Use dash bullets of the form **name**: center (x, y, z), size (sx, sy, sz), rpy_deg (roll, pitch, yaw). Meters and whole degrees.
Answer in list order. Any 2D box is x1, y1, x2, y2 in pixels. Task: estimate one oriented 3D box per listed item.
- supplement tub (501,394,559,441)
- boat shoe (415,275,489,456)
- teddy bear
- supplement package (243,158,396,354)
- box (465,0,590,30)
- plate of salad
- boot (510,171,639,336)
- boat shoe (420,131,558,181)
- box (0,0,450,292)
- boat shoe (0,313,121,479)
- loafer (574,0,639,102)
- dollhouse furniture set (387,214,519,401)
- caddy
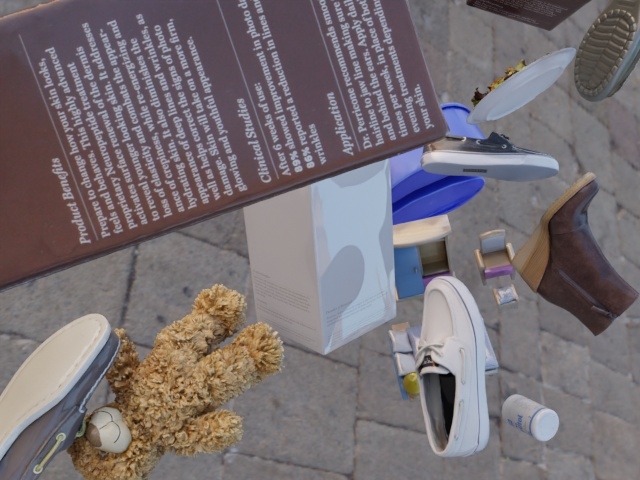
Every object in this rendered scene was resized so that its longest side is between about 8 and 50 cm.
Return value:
- **supplement tub**: center (0.447, 0.377, 1.583), size (0.071, 0.107, 0.070), rpy_deg (-4, 99, -26)
- **boat shoe**: center (0.182, 0.184, 1.098), size (0.088, 0.096, 0.267), rpy_deg (5, 79, -41)
- **teddy bear**: center (-0.210, 0.208, 1.050), size (0.338, 0.113, 0.245), rpy_deg (-25, 78, -13)
- **supplement package**: center (0.000, 0.000, 1.200), size (0.175, 0.178, 0.292), rpy_deg (-22, 118, -38)
- **box**: center (0.361, -0.471, 1.218), size (0.169, 0.203, 0.166), rpy_deg (17, 88, -4)
- **plate of salad**: center (0.317, -0.253, 1.196), size (0.200, 0.200, 0.048), rpy_deg (-20, 76, -46)
- **boot**: center (0.470, 0.025, 1.289), size (0.207, 0.248, 0.090), rpy_deg (41, 41, 18)
- **boat shoe**: center (0.285, -0.149, 1.255), size (0.080, 0.229, 0.076), rpy_deg (66, 29, -72)
- **box**: center (-0.112, -0.110, 0.604), size (0.382, 0.143, 0.191), rpy_deg (-19, 97, -4)
- **boat shoe**: center (-0.374, 0.244, 0.985), size (0.324, 0.117, 0.096), rpy_deg (-52, 129, -13)
- **loafer**: center (0.454, -0.311, 1.059), size (0.088, 0.251, 0.094), rpy_deg (8, 27, -30)
- **dollhouse furniture set**: center (0.262, 0.127, 1.427), size (0.198, 0.287, 0.303), rpy_deg (71, 9, -49)
- **caddy**: center (0.211, -0.169, 1.642), size (0.342, 0.241, 0.179), rpy_deg (-23, 60, -13)
